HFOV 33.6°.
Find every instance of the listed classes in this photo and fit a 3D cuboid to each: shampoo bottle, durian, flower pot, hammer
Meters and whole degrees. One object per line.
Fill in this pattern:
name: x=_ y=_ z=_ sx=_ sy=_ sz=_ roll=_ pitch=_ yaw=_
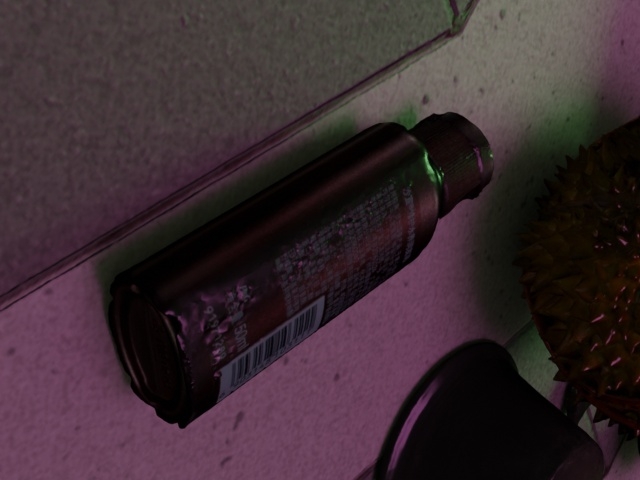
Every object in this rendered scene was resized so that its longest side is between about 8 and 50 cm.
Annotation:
shampoo bottle: x=0.000 y=0.000 z=0.762 sx=0.323 sy=0.084 sz=0.129 roll=-35 pitch=136 yaw=-34
durian: x=0.360 y=0.036 z=1.010 sx=0.385 sy=0.348 sz=0.347 roll=5 pitch=106 yaw=-33
flower pot: x=0.181 y=0.232 z=1.038 sx=0.235 sy=0.148 sz=0.235 roll=-26 pitch=126 yaw=-41
hammer: x=0.398 y=0.163 z=1.347 sx=0.297 sy=0.027 sz=0.125 roll=-12 pitch=123 yaw=-45

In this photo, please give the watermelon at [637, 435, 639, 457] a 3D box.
watermelon: x=0.522 y=0.255 z=1.405 sx=0.188 sy=0.188 sz=0.214 roll=-12 pitch=133 yaw=-46
